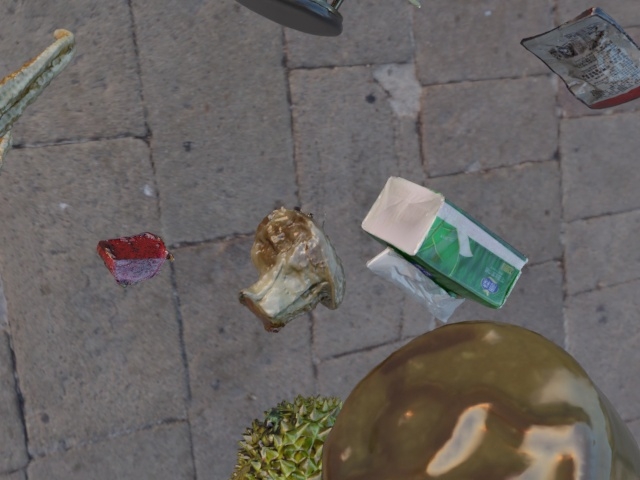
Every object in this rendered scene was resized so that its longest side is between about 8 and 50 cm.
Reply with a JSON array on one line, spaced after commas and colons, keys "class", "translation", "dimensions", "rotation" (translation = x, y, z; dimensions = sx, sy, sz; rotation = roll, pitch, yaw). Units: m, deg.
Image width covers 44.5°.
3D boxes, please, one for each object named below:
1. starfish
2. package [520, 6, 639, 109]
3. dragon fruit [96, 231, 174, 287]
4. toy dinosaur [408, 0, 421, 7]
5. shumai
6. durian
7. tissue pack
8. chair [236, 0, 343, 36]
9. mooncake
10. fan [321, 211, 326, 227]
[{"class": "starfish", "translation": [-0.242, -0.031, 0.492], "dimensions": [0.050, 0.138, 0.247], "rotation": [47, 63, -11]}, {"class": "package", "translation": [0.472, -0.303, 1.344], "dimensions": [0.239, 0.154, 0.030], "rotation": [31, 59, -31]}, {"class": "dragon fruit", "translation": [-0.394, 0.049, 1.643], "dimensions": [0.147, 0.102, 0.096], "rotation": [-6, 124, -34]}, {"class": "toy dinosaur", "translation": [0.096, -0.639, 1.871], "dimensions": [0.206, 0.092, 0.393], "rotation": [-35, 69, -19]}, {"class": "shumai", "translation": [-0.043, 0.042, 0.898], "dimensions": [0.116, 0.145, 0.145], "rotation": [-32, 110, -19]}, {"class": "durian", "translation": [-0.018, 0.323, 1.030], "dimensions": [0.291, 0.291, 0.224], "rotation": [-29, 103, -22]}, {"class": "tissue pack", "translation": [0.177, 0.026, 1.191], "dimensions": [0.209, 0.148, 0.156], "rotation": [32, 87, -34]}, {"class": "chair", "translation": [-0.021, -0.729, 1.859], "dimensions": [0.362, 0.364, 0.409], "rotation": [20, 94, 0]}, {"class": "mooncake", "translation": [0.143, 0.216, 0.723], "dimensions": [0.284, 0.284, 0.155], "rotation": [-52, 134, -12]}, {"class": "fan", "translation": [0.000, 0.000, 1.427], "dimensions": [0.005, 0.175, 0.113], "rotation": [9, 128, 0]}]
